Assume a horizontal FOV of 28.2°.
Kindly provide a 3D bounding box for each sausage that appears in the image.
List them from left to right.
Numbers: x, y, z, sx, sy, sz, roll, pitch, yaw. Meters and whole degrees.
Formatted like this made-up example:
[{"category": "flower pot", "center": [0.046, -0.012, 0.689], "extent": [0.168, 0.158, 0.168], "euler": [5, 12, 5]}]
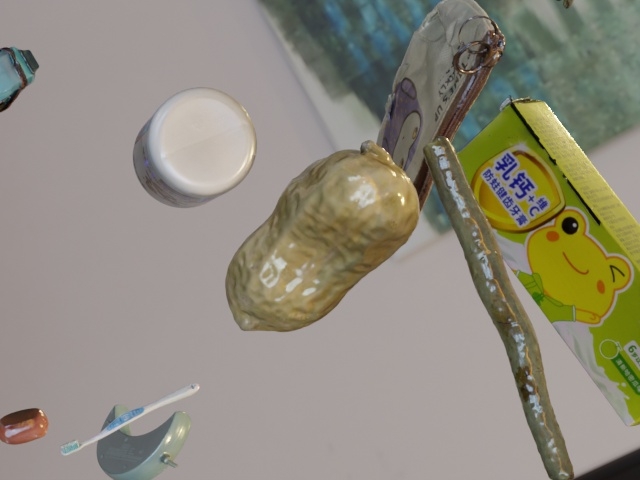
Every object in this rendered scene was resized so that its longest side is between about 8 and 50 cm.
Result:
[{"category": "sausage", "center": [-0.543, 0.343, 2.327], "extent": [0.059, 0.094, 0.054], "euler": [-120, -161, -53]}]

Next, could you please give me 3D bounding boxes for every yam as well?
[{"category": "yam", "center": [0.114, 0.041, 0.810], "extent": [0.029, 0.027, 0.234], "euler": [123, -49, -65]}]

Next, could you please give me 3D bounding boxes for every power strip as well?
[{"category": "power strip", "center": [-0.294, 0.338, 2.103], "extent": [0.044, 0.216, 0.137], "euler": [43, 62, -35]}]

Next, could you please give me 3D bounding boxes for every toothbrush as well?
[{"category": "toothbrush", "center": [-0.204, 0.192, 1.374], "extent": [0.014, 0.162, 0.017], "euler": [54, -19, 39]}]

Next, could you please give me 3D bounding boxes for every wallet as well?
[{"category": "wallet", "center": [0.147, -0.186, 1.724], "extent": [0.068, 0.335, 0.275], "euler": [17, 27, -12]}]

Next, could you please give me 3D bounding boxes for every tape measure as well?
[{"category": "tape measure", "center": [-0.468, -0.218, 1.797], "extent": [0.125, 0.146, 0.081], "euler": [-37, 102, -39]}]

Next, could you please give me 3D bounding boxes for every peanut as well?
[{"category": "peanut", "center": [0.006, -0.006, 1.465], "extent": [0.143, 0.291, 0.159], "euler": [45, 36, 3]}]

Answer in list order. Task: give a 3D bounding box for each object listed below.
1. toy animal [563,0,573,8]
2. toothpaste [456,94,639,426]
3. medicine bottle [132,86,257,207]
[{"category": "toy animal", "center": [0.318, -0.396, 1.490], "extent": [0.094, 0.186, 0.214], "euler": [7, 56, -17]}, {"category": "toothpaste", "center": [0.257, 0.018, 1.236], "extent": [0.077, 0.110, 0.327], "euler": [-12, 63, -54]}, {"category": "medicine bottle", "center": [-0.134, -0.089, 1.297], "extent": [0.107, 0.107, 0.191], "euler": [59, -15, -4]}]
